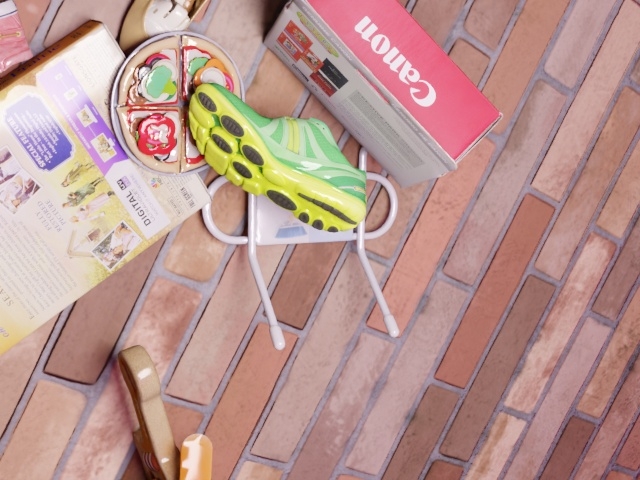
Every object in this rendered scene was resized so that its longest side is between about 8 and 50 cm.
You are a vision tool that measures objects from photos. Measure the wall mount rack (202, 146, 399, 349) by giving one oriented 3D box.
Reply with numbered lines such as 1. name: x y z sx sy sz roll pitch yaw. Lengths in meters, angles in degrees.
1. wall mount rack: 0.000 0.000 1.488 0.350 0.130 0.304 -3 95 -28

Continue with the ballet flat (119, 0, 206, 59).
1. ballet flat: -0.191 -0.336 1.316 0.080 0.073 0.232 36 88 -35

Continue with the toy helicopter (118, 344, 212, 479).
1. toy helicopter: -0.231 0.320 1.425 0.140 0.235 0.355 -21 116 -22

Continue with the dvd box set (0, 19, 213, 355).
1. dvd box set: -0.391 -0.056 1.307 0.420 0.062 0.307 -39 122 -13

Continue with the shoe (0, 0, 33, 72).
1. shoe: -0.453 -0.236 1.206 0.178 0.063 0.081 -27 114 -24

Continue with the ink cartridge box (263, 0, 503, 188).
1. ink cartridge box: 0.088 -0.232 1.332 0.130 0.272 0.309 -45 97 -9

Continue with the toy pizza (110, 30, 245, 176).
1. toy pizza: -0.189 -0.185 1.326 0.201 0.032 0.201 -11 110 -30

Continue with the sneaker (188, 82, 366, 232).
1. sneaker: -0.057 -0.124 1.348 0.295 0.109 0.123 35 48 -20
